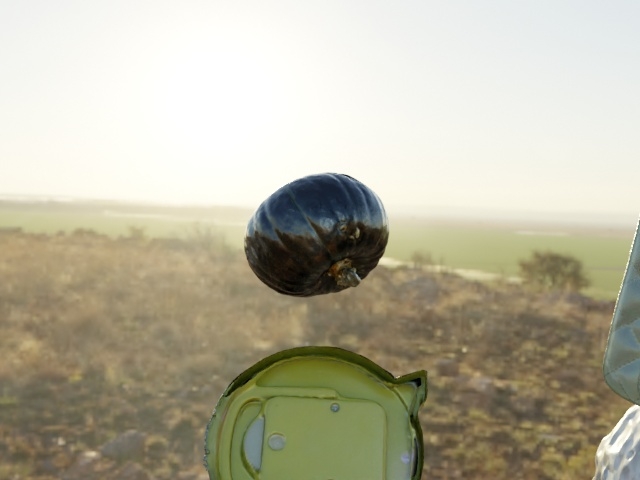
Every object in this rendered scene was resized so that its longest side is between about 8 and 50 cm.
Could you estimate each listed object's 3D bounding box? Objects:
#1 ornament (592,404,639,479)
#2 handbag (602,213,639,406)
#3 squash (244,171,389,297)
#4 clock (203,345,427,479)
[{"bbox_3d":[0.478,0.305,1.066,0.337,0.337,0.337,2,3,0],"label":"ornament"},{"bbox_3d":[0.378,0.055,0.819,0.219,0.256,0.079,15,5,41],"label":"handbag"},{"bbox_3d":[-0.003,-0.004,1.197,0.193,0.156,0.193,-31,-1,0],"label":"squash"},{"bbox_3d":[-0.002,0.276,1.209,0.293,0.277,0.071,10,-30,3],"label":"clock"}]
